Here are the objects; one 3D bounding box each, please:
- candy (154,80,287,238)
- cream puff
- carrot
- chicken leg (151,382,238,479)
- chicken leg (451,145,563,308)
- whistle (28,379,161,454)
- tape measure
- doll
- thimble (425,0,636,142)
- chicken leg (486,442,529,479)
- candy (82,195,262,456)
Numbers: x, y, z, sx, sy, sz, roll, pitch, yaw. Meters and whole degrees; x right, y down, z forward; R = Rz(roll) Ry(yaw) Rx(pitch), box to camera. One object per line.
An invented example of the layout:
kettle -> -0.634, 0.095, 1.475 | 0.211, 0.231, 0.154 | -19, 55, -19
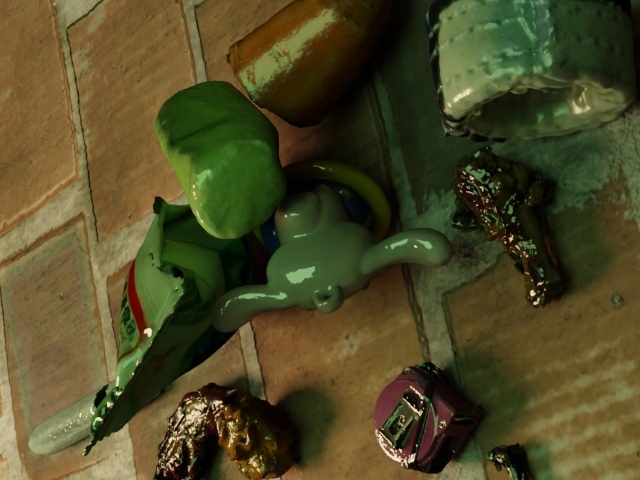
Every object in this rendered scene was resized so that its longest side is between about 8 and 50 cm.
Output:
candy -> -0.130, -0.114, 1.729 | 0.343, 0.142, 0.132 | -124, 20, -66
cream puff -> -0.091, 0.274, 1.817 | 0.094, 0.122, 0.116 | -58, 10, 15
carrot -> 0.001, -0.269, 1.737 | 0.225, 0.159, 0.159 | -44, 57, 32
chicken leg -> -0.185, 0.288, 1.938 | 0.105, 0.063, 0.234 | 39, 112, 36
chicken leg -> 0.226, -0.023, 1.543 | 0.196, 0.080, 0.125 | 46, 128, 30
whistle -> -0.368, 0.279, 2.129 | 0.312, 0.062, 0.062 | -31, 65, 40
tape measure -> 0.125, 0.216, 1.616 | 0.118, 0.074, 0.125 | 40, 112, 41
doll -> 0.021, -0.017, 1.663 | 0.311, 0.242, 0.159 | -8, 112, 25
thimble -> 0.231, -0.203, 1.435 | 0.237, 0.237, 0.150 | -18, 73, 44
chicken leg -> 0.262, 0.334, 1.482 | 0.253, 0.051, 0.106 | 46, 112, 39
candy -> -0.191, 0.098, 1.755 | 0.172, 0.398, 0.263 | 21, 115, 0
